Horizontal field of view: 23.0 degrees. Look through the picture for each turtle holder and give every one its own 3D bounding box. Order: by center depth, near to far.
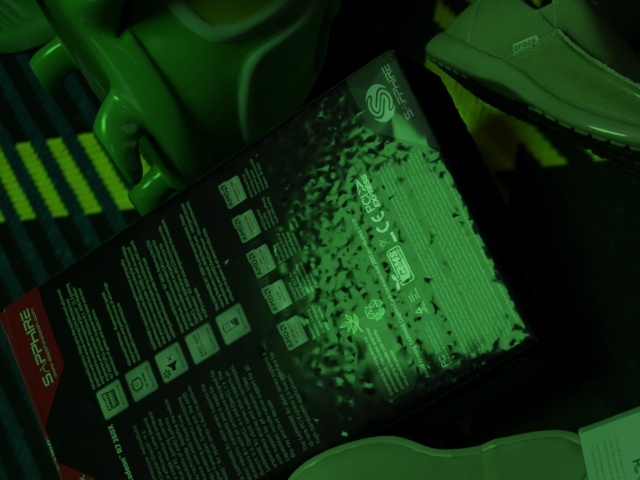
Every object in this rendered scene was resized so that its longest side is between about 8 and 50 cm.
[{"bbox_3d":[-0.116,-0.188,1.202,0.227,0.320,0.243,-35,48,-8],"label":"turtle holder"}]

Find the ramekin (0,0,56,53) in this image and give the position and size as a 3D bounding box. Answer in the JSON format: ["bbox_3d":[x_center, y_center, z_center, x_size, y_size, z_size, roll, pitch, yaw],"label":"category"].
[{"bbox_3d":[-0.307,-0.350,1.550,0.303,0.148,0.303,-19,56,30],"label":"ramekin"}]

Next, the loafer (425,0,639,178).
[{"bbox_3d":[0.178,-0.116,1.072,0.268,0.102,0.092,33,94,44],"label":"loafer"}]

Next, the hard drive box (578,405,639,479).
[{"bbox_3d":[0.276,0.156,0.853,0.232,0.089,0.181,-25,53,26],"label":"hard drive box"}]

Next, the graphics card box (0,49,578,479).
[{"bbox_3d":[-0.034,0.062,1.106,0.371,0.094,0.233,-34,67,21],"label":"graphics card box"}]

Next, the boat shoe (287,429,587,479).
[{"bbox_3d":[0.078,0.167,0.991,0.206,0.065,0.075,-8,48,18],"label":"boat shoe"}]
